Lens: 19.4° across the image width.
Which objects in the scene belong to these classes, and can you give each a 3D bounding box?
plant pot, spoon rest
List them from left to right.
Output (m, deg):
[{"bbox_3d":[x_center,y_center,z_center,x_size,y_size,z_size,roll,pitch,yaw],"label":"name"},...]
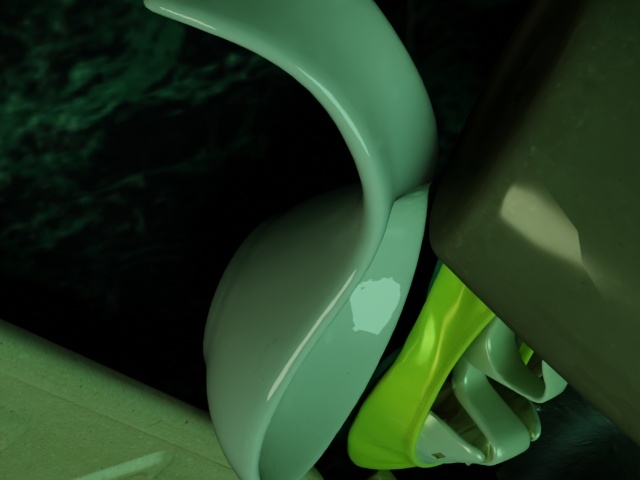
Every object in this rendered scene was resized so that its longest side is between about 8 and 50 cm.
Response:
[{"bbox_3d":[0.000,0.000,0.694,0.137,0.084,0.276,-54,155,-27],"label":"spoon rest"},{"bbox_3d":[0.168,-0.005,0.653,0.229,0.263,0.263,28,130,-5],"label":"plant pot"}]

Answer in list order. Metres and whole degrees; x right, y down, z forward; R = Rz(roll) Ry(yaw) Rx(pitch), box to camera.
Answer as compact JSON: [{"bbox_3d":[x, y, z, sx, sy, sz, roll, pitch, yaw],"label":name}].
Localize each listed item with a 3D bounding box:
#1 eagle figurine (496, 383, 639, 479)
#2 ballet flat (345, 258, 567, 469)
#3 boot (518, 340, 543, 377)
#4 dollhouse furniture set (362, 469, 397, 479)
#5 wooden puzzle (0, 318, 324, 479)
[{"bbox_3d":[0.195,0.183,1.034,0.226,0.225,0.298,-47,156,-76],"label":"eagle figurine"},{"bbox_3d":[0.072,0.052,0.826,0.077,0.077,0.231,-21,150,-35],"label":"ballet flat"},{"bbox_3d":[0.134,0.025,0.870,0.087,0.042,0.118,-13,153,-29],"label":"boot"},{"bbox_3d":[-0.011,0.231,0.920,0.183,0.129,0.129,-38,-175,30],"label":"dollhouse furniture set"},{"bbox_3d":[-0.212,0.125,0.770,0.322,0.080,0.348,-36,140,17],"label":"wooden puzzle"}]
